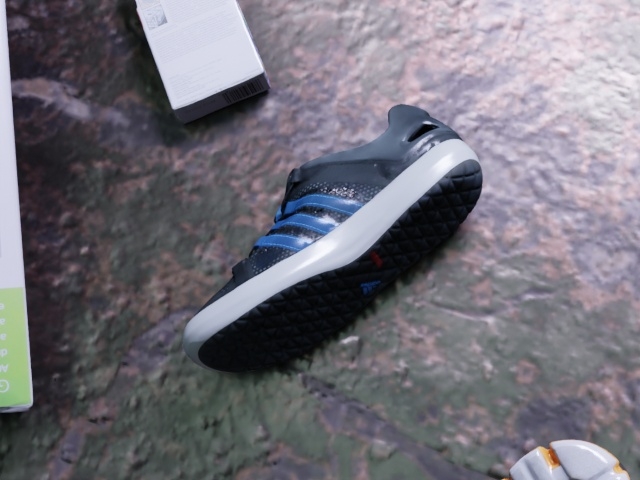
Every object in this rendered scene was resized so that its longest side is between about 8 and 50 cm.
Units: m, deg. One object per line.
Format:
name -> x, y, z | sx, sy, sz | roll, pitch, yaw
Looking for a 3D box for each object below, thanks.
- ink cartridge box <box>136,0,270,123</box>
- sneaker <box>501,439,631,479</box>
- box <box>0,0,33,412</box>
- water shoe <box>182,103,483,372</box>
ink cartridge box -> -0.081, -0.140, 0.711 | 0.063, 0.029, 0.115 | -22, 73, 2
sneaker -> 0.087, 0.189, 0.583 | 0.215, 0.083, 0.084 | -44, 69, 14
box -> -0.295, -0.050, 0.635 | 0.232, 0.058, 0.321 | -3, 84, -18
water shoe -> 0.000, 0.000, 0.654 | 0.203, 0.073, 0.080 | -34, 52, -6
